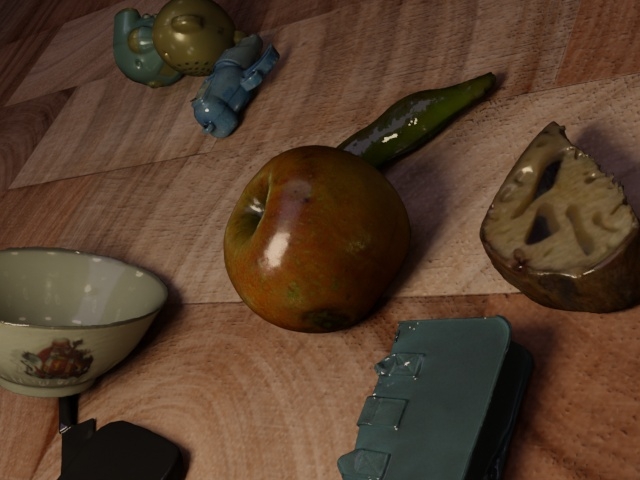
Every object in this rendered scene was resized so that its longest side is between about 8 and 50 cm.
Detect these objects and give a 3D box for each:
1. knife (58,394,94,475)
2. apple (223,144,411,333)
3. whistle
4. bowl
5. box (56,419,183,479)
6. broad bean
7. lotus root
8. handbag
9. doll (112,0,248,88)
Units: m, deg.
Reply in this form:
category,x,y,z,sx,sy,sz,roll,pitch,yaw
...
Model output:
category,x,y,z,sx,sy,sz,roll,pitch,yaw
knife,-0.349,0.287,1.303,0.060,0.028,0.230,-27,40,7
apple,0.000,0.000,1.147,0.237,0.208,0.237,-43,31,33
whistle,-0.165,-0.287,1.677,0.180,0.093,0.269,-19,35,40
bowl,-0.400,0.132,1.347,0.337,0.337,0.157,29,115,53
box,-0.282,0.334,1.171,0.201,0.042,0.212,10,59,47
broad bean,0.098,-0.147,1.300,0.339,0.061,0.077,-35,44,11
lotus root,0.264,-0.017,1.008,0.170,0.074,0.260,-40,35,7
handbag,0.112,0.190,0.946,0.179,0.062,0.229,-7,48,42
doll,-0.284,-0.398,1.820,0.261,0.177,0.161,-6,81,41
